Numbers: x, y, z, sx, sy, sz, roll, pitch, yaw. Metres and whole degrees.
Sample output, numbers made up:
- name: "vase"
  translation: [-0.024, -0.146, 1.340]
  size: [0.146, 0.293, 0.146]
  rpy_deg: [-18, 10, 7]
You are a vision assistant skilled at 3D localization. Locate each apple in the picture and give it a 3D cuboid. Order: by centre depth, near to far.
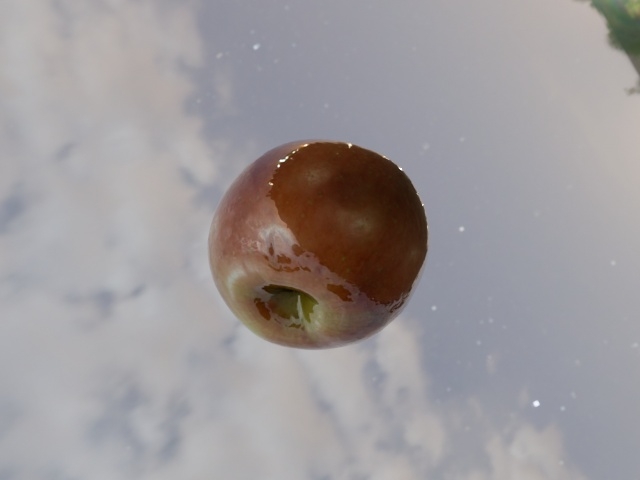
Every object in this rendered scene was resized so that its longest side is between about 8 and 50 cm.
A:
- name: "apple"
  translation: [0.000, 0.000, 0.685]
  size: [0.163, 0.163, 0.139]
  rpy_deg: [48, -134, -26]
